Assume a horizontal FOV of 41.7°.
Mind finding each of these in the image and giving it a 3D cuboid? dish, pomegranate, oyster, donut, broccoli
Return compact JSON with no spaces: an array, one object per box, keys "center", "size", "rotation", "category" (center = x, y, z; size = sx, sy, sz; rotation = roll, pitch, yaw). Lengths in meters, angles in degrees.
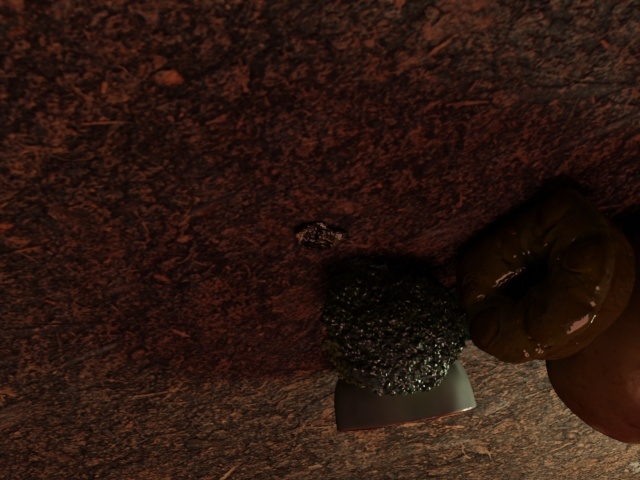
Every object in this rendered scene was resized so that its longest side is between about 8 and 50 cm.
[{"center":[0.134,0.242,1.416],"size":[0.256,0.117,0.256],"rotation":[-10,172,-1],"category":"dish"},{"center":[0.518,0.162,1.272],"size":[0.338,0.338,0.338],"rotation":[-9,146,-6],"category":"pomegranate"},{"center":[-0.002,-0.001,1.144],"size":[0.083,0.019,0.054],"rotation":[18,135,-38],"category":"oyster"},{"center":[0.314,0.062,1.181],"size":[0.128,0.209,0.261],"rotation":[16,141,-36],"category":"donut"},{"center":[0.111,0.132,1.244],"size":[0.226,0.176,0.198],"rotation":[-8,116,-59],"category":"broccoli"}]

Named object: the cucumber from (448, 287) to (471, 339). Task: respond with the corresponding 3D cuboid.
[{"center":[0.233,0.120,1.364],"size":[0.116,0.062,0.115],"rotation":[-34,145,30],"category":"cucumber"}]
